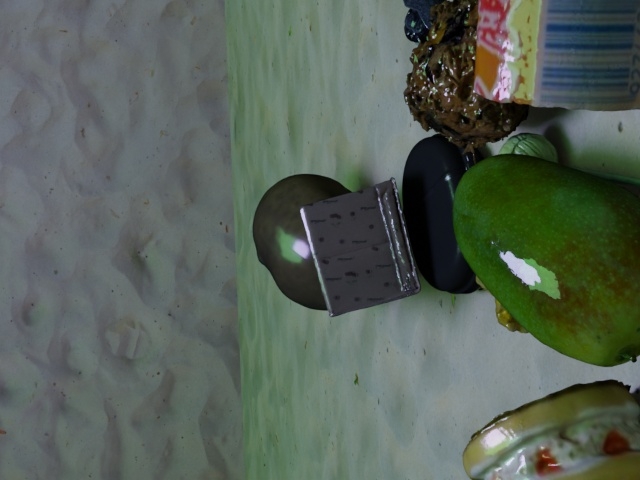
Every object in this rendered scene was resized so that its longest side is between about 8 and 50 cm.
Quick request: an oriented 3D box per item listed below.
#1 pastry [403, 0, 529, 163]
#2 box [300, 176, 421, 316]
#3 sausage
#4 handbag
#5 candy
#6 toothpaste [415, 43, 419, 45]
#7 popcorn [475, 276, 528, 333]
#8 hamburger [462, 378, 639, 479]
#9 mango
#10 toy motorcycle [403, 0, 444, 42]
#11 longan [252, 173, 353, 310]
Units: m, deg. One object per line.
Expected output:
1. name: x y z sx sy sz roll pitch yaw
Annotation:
1. pastry: 0.224 -0.265 1.371 0.275 0.193 0.274 -10 -90 -77
2. box: 0.083 0.010 1.750 0.297 0.191 0.225 -26 -79 -85
3. sausage: 0.316 -0.318 1.115 0.233 0.233 0.287 -140 46 -64
4. handbag: 0.239 -0.052 1.633 0.254 0.093 0.307 126 135 -65
5. candy: 0.377 -0.097 1.263 0.335 0.092 0.093 25 132 59
6. toothpaste: 0.214 -0.459 1.672 0.067 0.037 0.255 -130 43 -56
7. popcorn: 0.318 0.054 1.370 0.170 0.180 0.179 1 98 32
8. hamburger: 0.343 0.335 1.215 0.302 0.261 0.186 81 170 -63
9. mango: 0.321 0.003 1.185 0.225 0.201 0.382 -48 48 12
10. toy motorcycle: 0.188 -0.530 1.559 0.213 0.125 0.358 -41 53 49
11. longan: 0.000 0.000 2.041 0.350 0.288 0.288 48 147 21
